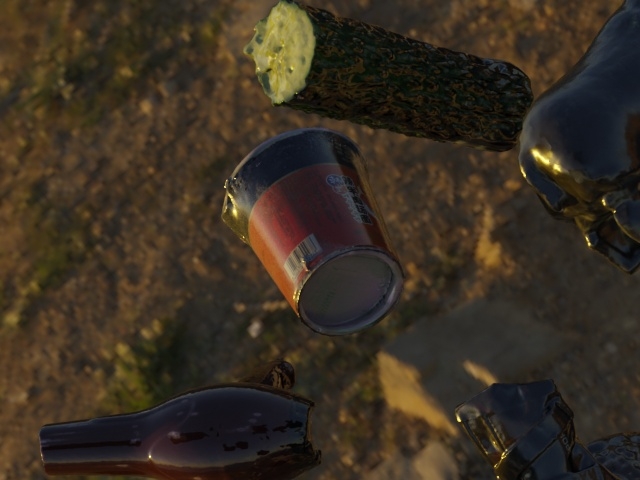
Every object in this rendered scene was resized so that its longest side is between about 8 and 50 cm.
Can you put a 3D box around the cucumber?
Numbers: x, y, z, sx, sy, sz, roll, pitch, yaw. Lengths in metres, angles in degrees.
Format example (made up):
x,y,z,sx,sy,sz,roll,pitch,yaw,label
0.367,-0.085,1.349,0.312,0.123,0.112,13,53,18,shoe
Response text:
x,y,z,sx,sy,sz,roll,pitch,yaw,label
0.040,-0.083,0.796,0.058,0.187,0.058,-7,80,42,cucumber

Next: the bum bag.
x,y,z,sx,sy,sz,roll,pitch,yaw,label
0.120,0.122,0.763,0.058,0.124,0.034,-34,9,26,bum bag

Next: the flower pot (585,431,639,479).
x,y,z,sx,sy,sz,roll,pitch,yaw,label
0.386,0.376,1.640,0.266,0.266,0.267,-41,38,-8,flower pot

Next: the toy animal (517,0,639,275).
x,y,z,sx,sy,sz,roll,pitch,yaw,label
0.265,-0.138,1.136,0.343,0.168,0.106,-62,8,-24,toy animal

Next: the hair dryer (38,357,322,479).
x,y,z,sx,sy,sz,roll,pitch,yaw,label
-0.130,0.197,1.785,0.312,0.123,0.340,-3,12,13,hair dryer

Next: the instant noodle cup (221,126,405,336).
x,y,z,sx,sy,sz,roll,pitch,yaw,label
0.002,-0.001,1.180,0.127,0.127,0.136,-32,42,4,instant noodle cup
